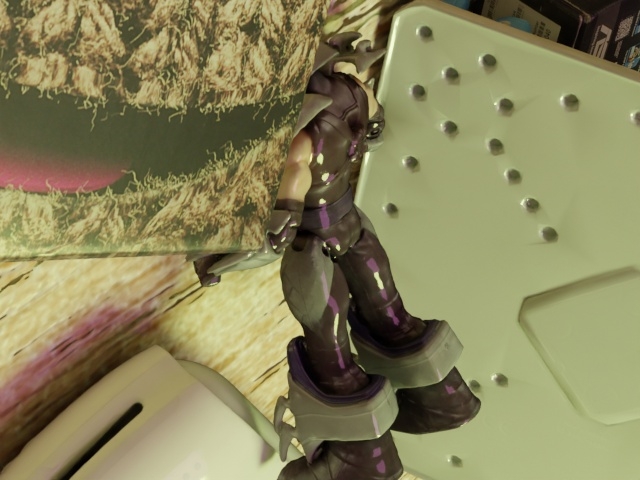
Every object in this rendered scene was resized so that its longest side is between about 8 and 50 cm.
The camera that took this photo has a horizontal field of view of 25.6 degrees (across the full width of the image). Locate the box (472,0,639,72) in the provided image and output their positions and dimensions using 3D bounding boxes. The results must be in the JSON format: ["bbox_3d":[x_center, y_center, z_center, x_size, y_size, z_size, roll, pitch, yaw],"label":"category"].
[{"bbox_3d":[0.214,-0.071,1.077,0.318,0.097,0.394,-27,143,-35],"label":"box"}]

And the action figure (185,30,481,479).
[{"bbox_3d":[0.000,0.000,0.790,0.185,0.099,0.285,-39,121,-47],"label":"action figure"}]

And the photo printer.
[{"bbox_3d":[-0.117,0.210,0.901,0.256,0.107,0.307,-47,151,-9],"label":"photo printer"}]

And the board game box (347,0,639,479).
[{"bbox_3d":[0.203,0.058,0.928,0.050,0.390,0.390,-55,162,-47],"label":"board game box"}]

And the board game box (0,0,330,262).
[{"bbox_3d":[-0.101,-0.151,0.426,0.232,0.141,0.291,-4,113,-54],"label":"board game box"}]
